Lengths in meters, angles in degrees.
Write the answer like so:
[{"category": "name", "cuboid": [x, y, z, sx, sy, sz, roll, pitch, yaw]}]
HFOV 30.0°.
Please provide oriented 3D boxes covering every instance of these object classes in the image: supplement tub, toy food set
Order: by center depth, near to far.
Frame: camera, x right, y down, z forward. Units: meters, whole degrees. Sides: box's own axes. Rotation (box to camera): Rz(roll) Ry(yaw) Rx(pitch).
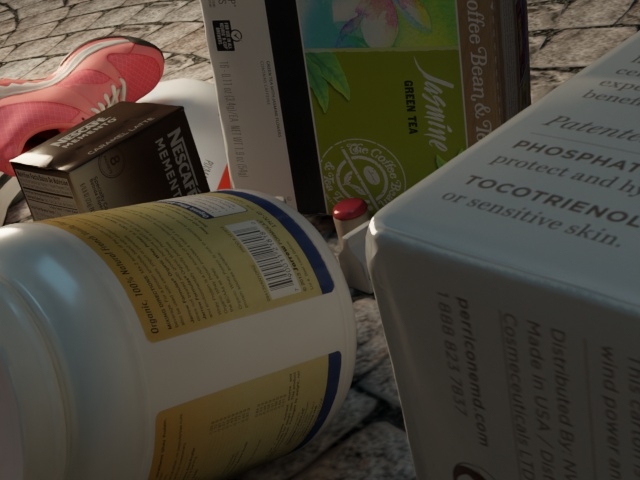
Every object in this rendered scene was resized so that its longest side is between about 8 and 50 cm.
[{"category": "supplement tub", "cuboid": [-0.149, 0.089, 0.894, 0.228, 0.228, 0.316, 9, 14, 40]}, {"category": "toy food set", "cuboid": [0.000, 0.000, 1.219, 0.232, 0.104, 0.111, -31, 30, -29]}]

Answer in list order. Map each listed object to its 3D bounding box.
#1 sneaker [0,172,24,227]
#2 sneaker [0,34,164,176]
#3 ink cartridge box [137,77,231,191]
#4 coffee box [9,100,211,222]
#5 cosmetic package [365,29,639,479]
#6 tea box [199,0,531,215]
[{"category": "sneaker", "cuboid": [-0.512, -0.157, 1.636, 0.169, 0.257, 0.447, -15, 26, 1]}, {"category": "sneaker", "cuboid": [-0.316, -0.161, 1.552, 0.314, 0.116, 0.136, -29, 56, -32]}, {"category": "ink cartridge box", "cuboid": [-0.154, -0.137, 1.593, 0.385, 0.091, 0.308, -11, 27, 12]}, {"category": "coffee box", "cuboid": [-0.174, 0.007, 1.140, 0.098, 0.246, 0.141, 12, 37, 43]}, {"category": "cosmetic package", "cuboid": [0.291, 0.072, 0.649, 0.327, 0.329, 0.394, 18, 40, 42]}, {"category": "tea box", "cuboid": [0.060, -0.217, 1.330, 0.324, 0.329, 0.220, 1, 30, 18]}]
